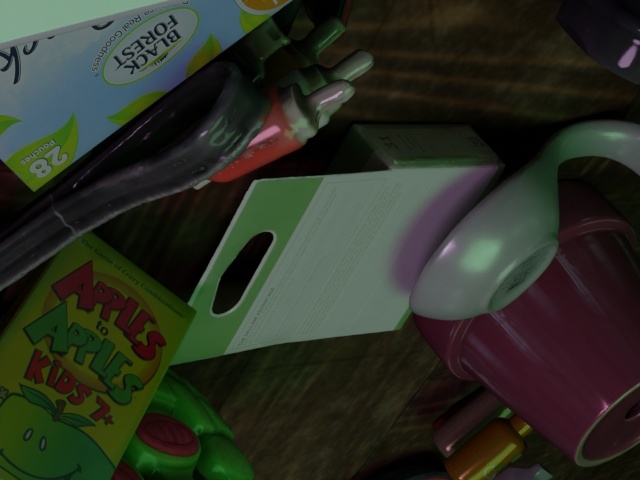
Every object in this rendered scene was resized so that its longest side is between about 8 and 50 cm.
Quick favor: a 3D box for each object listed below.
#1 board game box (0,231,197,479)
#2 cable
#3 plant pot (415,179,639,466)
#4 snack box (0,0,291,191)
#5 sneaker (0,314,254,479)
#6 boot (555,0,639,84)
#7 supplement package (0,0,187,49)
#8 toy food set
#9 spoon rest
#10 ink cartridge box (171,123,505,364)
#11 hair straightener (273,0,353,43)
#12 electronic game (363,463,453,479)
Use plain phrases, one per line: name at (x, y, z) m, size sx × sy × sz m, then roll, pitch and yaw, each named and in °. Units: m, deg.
board game box at (-0.146, 0.083, 0.710) m, size 0.043 × 0.092 × 0.181 m, roll -39°, pitch -161°, yaw 42°
cable at (-0.098, -0.017, 0.659) m, size 0.287 × 0.139 × 0.072 m, roll -38°, pitch 109°, yaw 16°
plant pot at (0.210, 0.080, 1.069) m, size 0.201 × 0.180 × 0.201 m, roll -25°, pitch 146°, yaw -18°
snack box at (-0.118, -0.143, 0.539) m, size 0.174 × 0.070 × 0.207 m, roll -37°, pitch 141°, yaw 1°
sneaker at (-0.243, 0.163, 0.768) m, size 0.483 × 0.185 × 0.202 m, roll 9°, pitch 135°, yaw -37°
boot at (0.395, -0.289, 0.824) m, size 0.367 × 0.146 × 0.445 m, roll -3°, pitch 131°, yaw -45°
supplement package at (-0.074, -0.183, 0.377) m, size 0.262 × 0.145 × 0.204 m, roll -17°, pitch 119°, yaw -13°
toy food set at (0.190, 0.201, 1.273) m, size 0.104 × 0.111 × 0.232 m, roll -40°, pitch 146°, yaw 7°
spoon rest at (0.165, -0.025, 0.957) m, size 0.276 × 0.084 × 0.137 m, roll -26°, pitch 153°, yaw -34°
ink cartridge box at (0.000, 0.000, 0.876) m, size 0.235 × 0.056 × 0.171 m, roll -3°, pitch 135°, yaw -41°
hair straightener at (-0.003, -0.187, 0.632) m, size 0.089 × 0.047 × 0.230 m, roll -14°, pitch 147°, yaw -30°
electronic game at (0.052, 0.315, 1.348) m, size 0.229 × 0.048 × 0.229 m, roll -25°, pitch 146°, yaw -18°
